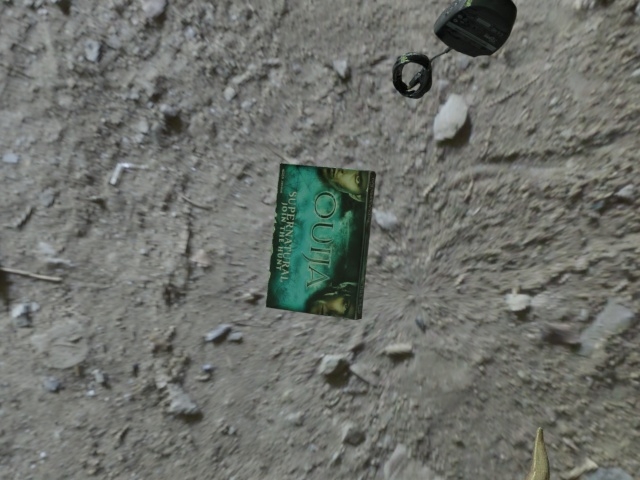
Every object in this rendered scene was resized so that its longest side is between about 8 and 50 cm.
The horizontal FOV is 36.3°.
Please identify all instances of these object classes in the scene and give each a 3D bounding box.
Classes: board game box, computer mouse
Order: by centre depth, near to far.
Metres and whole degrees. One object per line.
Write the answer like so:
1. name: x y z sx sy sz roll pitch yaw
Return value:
1. computer mouse: 0.145 -0.222 1.094 0.071 0.242 0.041 27 68 -15
2. board game box: 0.000 0.000 1.225 0.126 0.026 0.186 6 92 22

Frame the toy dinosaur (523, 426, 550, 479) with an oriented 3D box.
1. toy dinosaur: 0.281 0.366 1.116 0.127 0.200 0.296 -38 93 -33
